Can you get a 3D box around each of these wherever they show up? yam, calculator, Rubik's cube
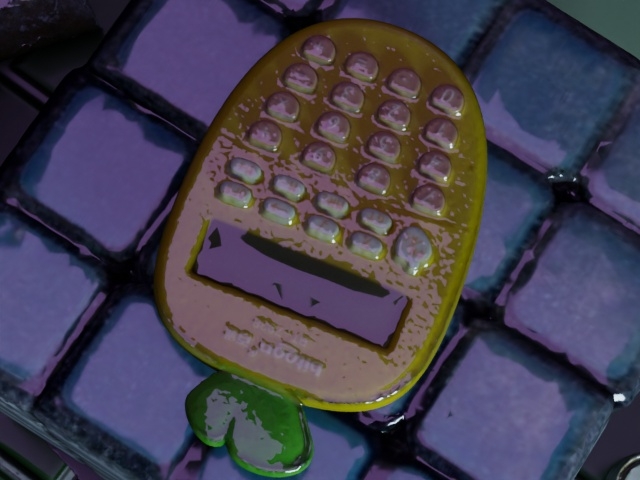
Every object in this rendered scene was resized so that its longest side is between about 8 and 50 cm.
[{"bbox_3d":[-0.244,-0.154,1.169,0.169,0.068,0.068,-20,78,-8],"label":"yam"},{"bbox_3d":[0.000,0.000,0.808,0.146,0.032,0.234,21,77,2],"label":"calculator"},{"bbox_3d":[0.007,0.029,0.993,0.344,0.344,0.337,31,78,4],"label":"Rubik's cube"}]

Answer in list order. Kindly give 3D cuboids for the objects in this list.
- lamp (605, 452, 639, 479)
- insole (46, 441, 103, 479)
[{"bbox_3d":[0.296,0.298,1.095,0.267,0.047,0.269,15,77,2],"label":"lamp"},{"bbox_3d":[-0.161,0.139,1.136,0.045,0.002,0.135,-34,80,-9],"label":"insole"}]
